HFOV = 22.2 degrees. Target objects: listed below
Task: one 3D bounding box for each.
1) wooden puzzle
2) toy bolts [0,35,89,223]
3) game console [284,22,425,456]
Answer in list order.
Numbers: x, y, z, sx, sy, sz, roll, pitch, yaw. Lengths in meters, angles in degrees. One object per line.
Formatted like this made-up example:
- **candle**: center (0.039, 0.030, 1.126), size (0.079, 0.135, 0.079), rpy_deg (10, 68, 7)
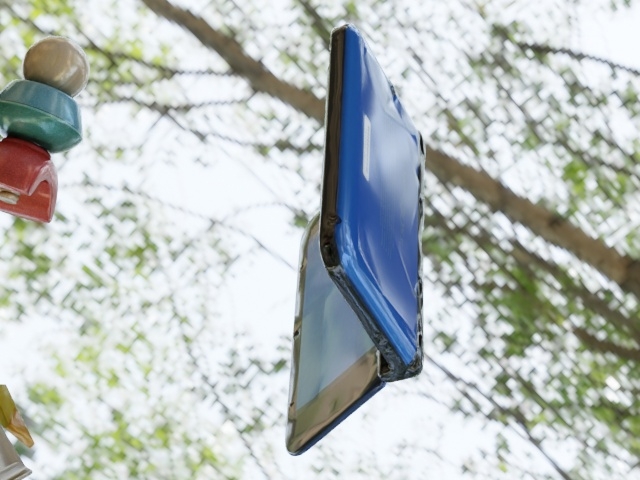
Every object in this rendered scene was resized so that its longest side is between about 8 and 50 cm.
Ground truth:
- **wooden puzzle**: center (-0.218, 0.127, 1.020), size (0.014, 0.116, 0.078), rpy_deg (-38, -102, 20)
- **toy bolts**: center (-0.316, -0.134, 1.416), size (0.228, 0.218, 0.158), rpy_deg (17, -106, 5)
- **game console**: center (0.000, 0.000, 1.462), size (0.173, 0.250, 0.293), rpy_deg (-16, -136, 19)
